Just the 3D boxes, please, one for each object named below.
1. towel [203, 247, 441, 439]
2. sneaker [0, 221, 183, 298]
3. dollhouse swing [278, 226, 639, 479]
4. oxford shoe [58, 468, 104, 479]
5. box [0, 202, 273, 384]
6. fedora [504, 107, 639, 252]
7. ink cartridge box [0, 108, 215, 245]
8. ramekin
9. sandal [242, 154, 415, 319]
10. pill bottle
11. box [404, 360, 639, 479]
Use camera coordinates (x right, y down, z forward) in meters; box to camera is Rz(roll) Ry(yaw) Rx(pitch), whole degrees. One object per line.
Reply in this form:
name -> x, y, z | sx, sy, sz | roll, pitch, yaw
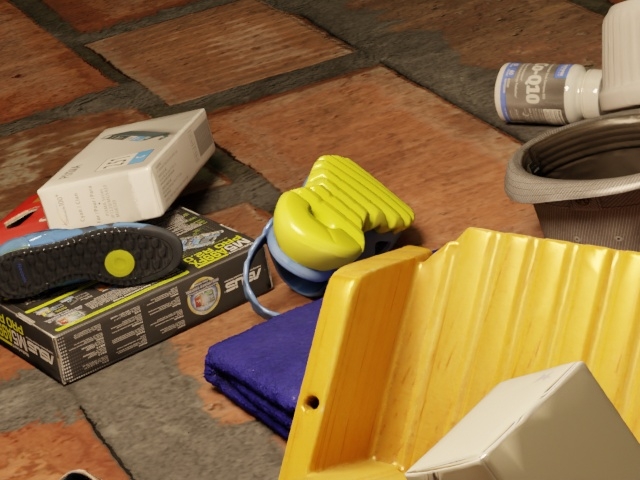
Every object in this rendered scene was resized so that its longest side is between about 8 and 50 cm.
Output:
towel -> 0.064, 0.104, 1.731 | 0.308, 0.076, 0.227 | -21, 20, -23
sneaker -> -0.249, 0.010, 1.897 | 0.209, 0.069, 0.082 | -9, 21, 3
dollhouse swing -> 0.107, 0.125, 1.360 | 0.346, 0.315, 0.305 | 9, -8, 35
oxford shoe -> -0.161, 0.290, 1.284 | 0.130, 0.133, 0.364 | -35, 20, 4
box -> -0.223, 0.049, 1.958 | 0.270, 0.060, 0.216 | -25, 29, -30
fedora -> 0.333, -0.051, 1.893 | 0.275, 0.124, 0.244 | -7, 21, 26
ink cartridge box -> -0.281, -0.070, 2.136 | 0.261, 0.066, 0.296 | -12, 14, 12
ramekin -> 0.462, -0.237, 2.139 | 0.272, 0.127, 0.273 | -9, 1, 0
sandal -> 0.000, 0.000, 1.916 | 0.126, 0.138, 0.317 | 39, 22, 11
pill bottle -> 0.296, -0.185, 2.255 | 0.137, 0.078, 0.078 | 4, 28, 28
box -> 0.184, 0.222, 1.145 | 0.113, 0.275, 0.094 | -38, 7, -32
